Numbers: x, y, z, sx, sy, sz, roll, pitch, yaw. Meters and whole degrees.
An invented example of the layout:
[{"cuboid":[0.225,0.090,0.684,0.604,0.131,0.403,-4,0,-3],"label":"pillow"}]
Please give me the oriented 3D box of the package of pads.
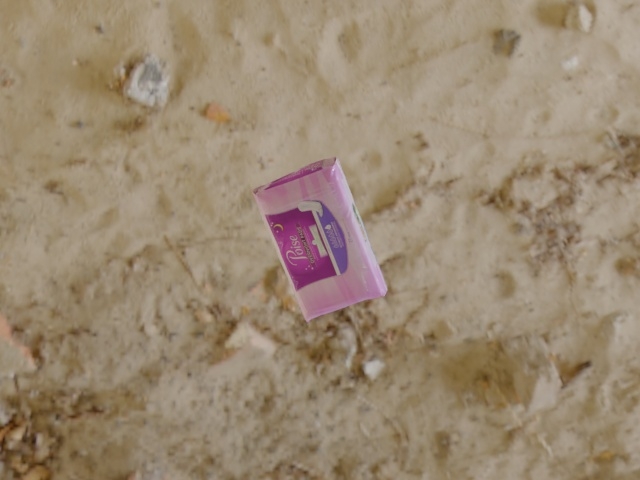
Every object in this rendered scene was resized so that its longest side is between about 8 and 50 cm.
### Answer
[{"cuboid":[0.000,0.000,0.603,0.050,0.032,0.083,-20,104,9],"label":"package of pads"}]
